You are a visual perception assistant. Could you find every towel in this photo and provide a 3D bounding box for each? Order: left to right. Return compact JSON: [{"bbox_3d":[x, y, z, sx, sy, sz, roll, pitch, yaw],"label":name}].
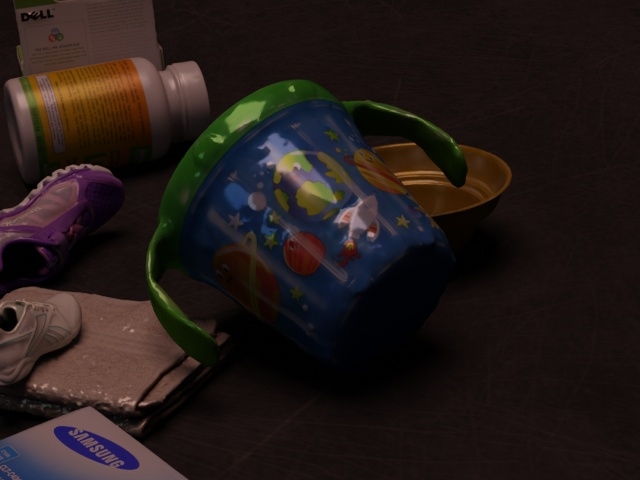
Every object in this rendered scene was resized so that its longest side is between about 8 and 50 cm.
[{"bbox_3d":[-0.242,0.113,1.613,0.282,0.049,0.187,7,26,25],"label":"towel"}]

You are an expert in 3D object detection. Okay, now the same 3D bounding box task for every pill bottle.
[{"bbox_3d":[-0.272,-0.160,2.114,0.246,0.136,0.136,-12,25,-15],"label":"pill bottle"}]

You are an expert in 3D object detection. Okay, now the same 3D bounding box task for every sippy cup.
[{"bbox_3d":[0.000,0.000,1.591,0.224,0.305,0.240,42,9,26],"label":"sippy cup"}]

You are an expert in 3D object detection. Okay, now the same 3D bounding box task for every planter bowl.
[{"bbox_3d":[0.102,-0.028,1.807,0.217,0.090,0.217,-4,24,2],"label":"planter bowl"}]

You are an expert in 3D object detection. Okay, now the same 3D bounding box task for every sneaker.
[{"bbox_3d":[-0.274,0.080,1.565,0.054,0.061,0.152,2,24,23],"label":"sneaker"},{"bbox_3d":[-0.308,-0.004,1.846,0.236,0.095,0.104,-29,40,-33],"label":"sneaker"}]

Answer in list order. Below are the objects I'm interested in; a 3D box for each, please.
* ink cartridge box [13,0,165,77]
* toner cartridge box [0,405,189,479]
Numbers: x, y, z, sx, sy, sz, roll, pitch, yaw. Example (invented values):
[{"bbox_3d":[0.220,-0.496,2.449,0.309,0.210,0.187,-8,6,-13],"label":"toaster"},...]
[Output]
[{"bbox_3d":[-0.310,-0.259,2.198,0.189,0.255,0.097,-10,25,-11],"label":"ink cartridge box"},{"bbox_3d":[-0.160,0.247,1.266,0.165,0.075,0.348,-20,28,-32],"label":"toner cartridge box"}]
